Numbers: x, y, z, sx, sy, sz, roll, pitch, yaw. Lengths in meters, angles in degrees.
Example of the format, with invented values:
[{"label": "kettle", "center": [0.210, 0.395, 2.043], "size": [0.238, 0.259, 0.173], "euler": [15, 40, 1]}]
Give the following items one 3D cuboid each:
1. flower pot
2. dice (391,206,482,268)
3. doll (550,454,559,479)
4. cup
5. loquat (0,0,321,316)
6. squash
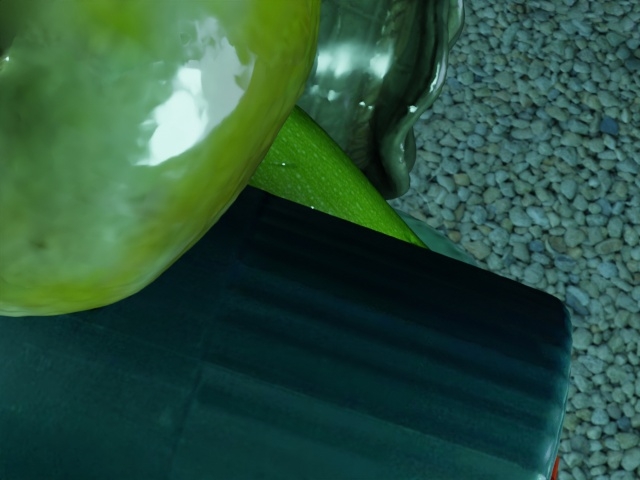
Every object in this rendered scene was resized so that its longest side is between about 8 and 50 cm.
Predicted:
[{"label": "flower pot", "center": [0.019, -0.194, 1.409], "size": [0.302, 0.213, 0.301], "euler": [19, 90, -89]}, {"label": "dice", "center": [-0.037, 0.176, 1.188], "size": [0.328, 0.348, 0.330], "euler": [-73, -178, -45]}, {"label": "doll", "center": [0.141, 0.245, 1.118], "size": [0.109, 0.057, 0.169], "euler": [-55, 158, -74]}, {"label": "cup", "center": [-0.050, 0.114, 0.797], "size": [0.242, 0.292, 0.308], "euler": [-71, 178, -49]}, {"label": "loquat", "center": [-0.073, -0.066, 0.420], "size": [0.195, 0.152, 0.152], "euler": [-78, -175, -61]}, {"label": "squash", "center": [0.000, 0.000, 0.964], "size": [0.101, 0.378, 0.101], "euler": [-35, -154, 20]}]
